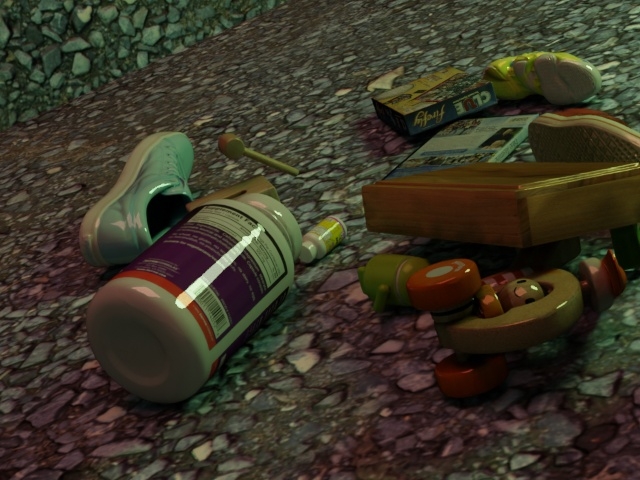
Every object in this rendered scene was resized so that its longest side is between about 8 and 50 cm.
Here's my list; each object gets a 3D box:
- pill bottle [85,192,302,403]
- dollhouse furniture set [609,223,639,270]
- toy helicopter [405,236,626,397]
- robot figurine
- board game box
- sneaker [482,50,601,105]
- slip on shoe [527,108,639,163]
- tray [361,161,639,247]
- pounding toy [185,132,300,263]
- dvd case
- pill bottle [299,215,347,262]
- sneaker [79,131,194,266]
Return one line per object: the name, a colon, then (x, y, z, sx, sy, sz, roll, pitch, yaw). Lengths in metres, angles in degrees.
pill bottle: (-0.156, 0.064, 1.856, 0.181, 0.181, 0.323, -4, 26, 34)
dollhouse furniture set: (0.417, -0.006, 1.758, 0.076, 0.059, 0.151, -14, 2, 32)
toy helicopter: (0.260, 0.045, 1.631, 0.235, 0.140, 0.355, -14, 13, 24)
robot figurine: (0.103, 0.052, 1.821, 0.115, 0.067, 0.101, 3, 23, 44)
board game box: (0.198, -0.249, 2.457, 0.165, 0.042, 0.243, -22, 16, -5)
sneaker: (0.397, -0.291, 2.361, 0.240, 0.091, 0.126, 11, 30, 45)
slip on shoe: (0.404, -0.131, 1.949, 0.101, 0.123, 0.331, -20, 17, -12)
tray: (0.233, -0.054, 1.800, 0.203, 0.076, 0.411, -12, 8, -23)
pounding toy: (-0.102, -0.055, 2.057, 0.181, 0.206, 0.094, -23, 22, -9)
dvd case: (0.224, -0.140, 2.236, 0.180, 0.022, 0.253, -1, 28, 40)
pill bottle: (0.000, 0.000, 2.061, 0.043, 0.043, 0.083, 1, 30, 42)
sneaker: (-0.265, -0.069, 2.359, 0.150, 0.135, 0.366, -1, 36, 22)
